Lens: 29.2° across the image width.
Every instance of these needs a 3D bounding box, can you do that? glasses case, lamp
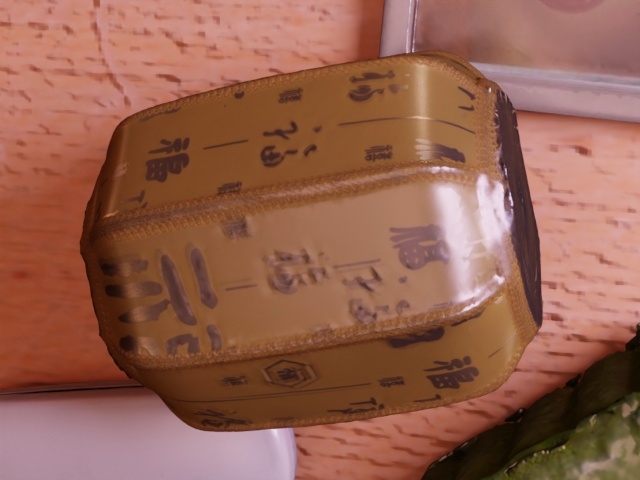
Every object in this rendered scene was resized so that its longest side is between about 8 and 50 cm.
[{"bbox_3d":[-0.108,0.113,0.645,0.197,0.049,0.076,-6,100,16],"label":"glasses case"},{"bbox_3d":[0.000,0.000,0.542,0.185,0.161,0.161,-7,99,17],"label":"lamp"}]

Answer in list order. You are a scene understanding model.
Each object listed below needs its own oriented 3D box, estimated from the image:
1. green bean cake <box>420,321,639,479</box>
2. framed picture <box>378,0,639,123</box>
[{"bbox_3d":[0.147,0.162,0.553,0.214,0.113,0.200,-35,91,19],"label":"green bean cake"},{"bbox_3d":[0.175,-0.152,0.533,0.290,0.020,0.211,9,104,13],"label":"framed picture"}]
